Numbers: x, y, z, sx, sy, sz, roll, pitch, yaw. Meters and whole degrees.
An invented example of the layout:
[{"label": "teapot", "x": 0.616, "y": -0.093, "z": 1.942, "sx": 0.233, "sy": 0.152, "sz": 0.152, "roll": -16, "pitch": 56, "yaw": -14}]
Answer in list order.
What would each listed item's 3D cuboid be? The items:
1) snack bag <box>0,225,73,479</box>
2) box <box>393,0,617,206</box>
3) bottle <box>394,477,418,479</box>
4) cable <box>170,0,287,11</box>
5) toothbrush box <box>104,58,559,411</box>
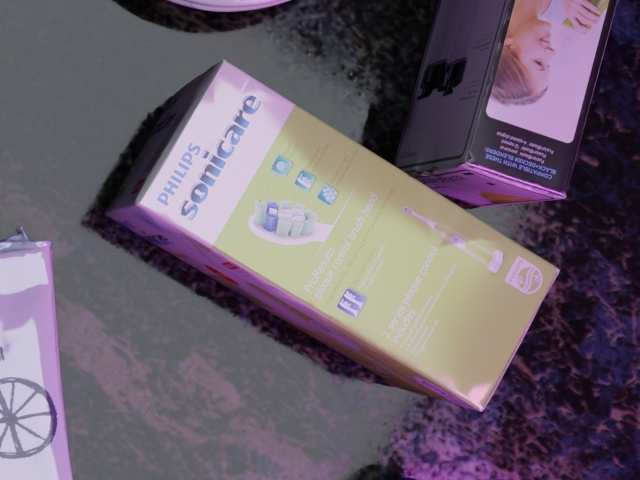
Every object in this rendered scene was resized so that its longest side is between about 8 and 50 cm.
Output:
[{"label": "snack bag", "x": -0.342, "y": 0.174, "z": 1.122, "sx": 0.323, "sy": 0.037, "sz": 0.342, "roll": -6, "pitch": 84, "yaw": -11}, {"label": "box", "x": 0.155, "y": -0.176, "z": 1.199, "sx": 0.087, "sy": 0.169, "sz": 0.290, "roll": 18, "pitch": 83, "yaw": -15}, {"label": "bottle", "x": 0.120, "y": 0.324, "z": 1.214, "sx": 0.118, "sy": 0.092, "sz": 0.283, "roll": -40, "pitch": 98, "yaw": -11}, {"label": "cable", "x": -0.074, "y": -0.301, "z": 1.185, "sx": 0.257, "sy": 0.089, "sz": 0.257, "roll": 24, "pitch": 82, "yaw": -13}, {"label": "toothbrush box", "x": 0.000, "y": 0.000, "z": 1.134, "sx": 0.283, "sy": 0.206, "sz": 0.122, "roll": 33, "pitch": 82, "yaw": -12}]
